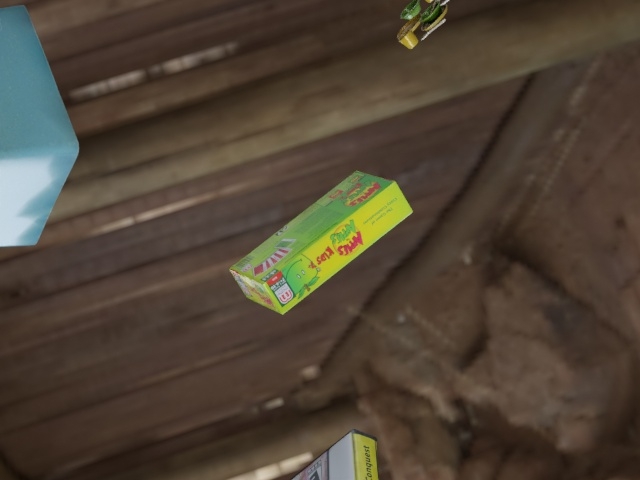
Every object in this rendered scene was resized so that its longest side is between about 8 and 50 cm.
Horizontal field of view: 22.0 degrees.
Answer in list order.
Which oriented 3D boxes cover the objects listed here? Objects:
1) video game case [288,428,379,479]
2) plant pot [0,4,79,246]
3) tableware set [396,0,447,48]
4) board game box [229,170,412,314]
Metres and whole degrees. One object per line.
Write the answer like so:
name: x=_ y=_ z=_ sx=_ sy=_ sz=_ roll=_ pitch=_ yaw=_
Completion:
video game case: x=-0.031 y=0.355 z=1.620 sx=0.275 sy=0.035 sz=0.248 roll=-43 pitch=35 yaw=35
plant pot: x=-0.369 y=-0.091 z=1.469 sx=0.165 sy=0.234 sz=0.165 roll=-54 pitch=52 yaw=49
tableware set: x=0.135 y=-0.309 z=2.247 sx=0.024 sy=0.104 sz=0.154 roll=43 pitch=-149 yaw=-17
board game box: x=0.000 y=0.000 z=1.749 sx=0.043 sy=0.181 sz=0.092 roll=58 pitch=163 yaw=-23
